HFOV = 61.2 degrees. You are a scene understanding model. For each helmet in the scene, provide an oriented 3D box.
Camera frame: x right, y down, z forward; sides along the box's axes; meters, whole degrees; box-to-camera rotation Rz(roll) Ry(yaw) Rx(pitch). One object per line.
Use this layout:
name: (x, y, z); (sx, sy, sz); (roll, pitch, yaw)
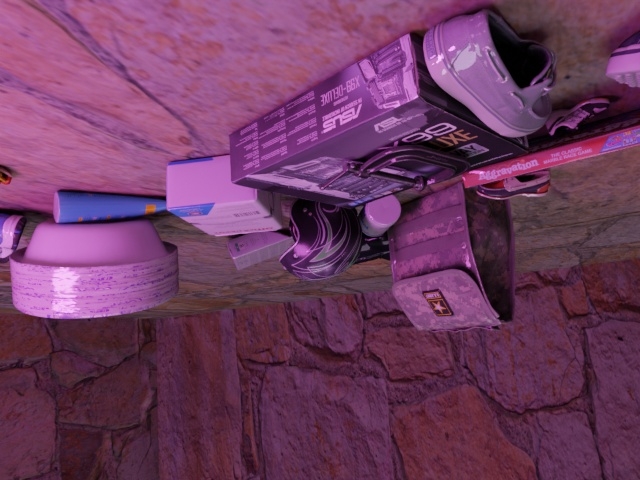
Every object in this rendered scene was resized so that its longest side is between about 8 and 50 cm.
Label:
helmet: (0.000, 0.000, 1.078); (0.169, 0.162, 0.169); (-5, 168, -1)

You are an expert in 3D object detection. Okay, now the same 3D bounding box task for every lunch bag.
lunch bag: (0.270, 0.050, 1.129); (0.168, 0.287, 0.235); (3, 167, -33)

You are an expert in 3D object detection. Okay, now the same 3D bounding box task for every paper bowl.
paper bowl: (-0.406, 0.033, 0.989); (0.284, 0.148, 0.284); (0, -171, 0)

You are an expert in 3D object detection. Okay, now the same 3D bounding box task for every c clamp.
c clamp: (0.101, -0.088, 0.679); (0.160, 0.022, 0.137); (5, 160, -30)

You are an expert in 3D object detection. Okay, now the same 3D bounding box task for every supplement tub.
supplement tub: (0.118, -0.052, 1.104); (0.071, 0.071, 0.107); (-3, 167, -7)

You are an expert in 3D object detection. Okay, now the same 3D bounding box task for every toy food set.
toy food set: (-0.495, -0.092, 0.783); (0.083, 0.020, 0.082); (-3, 168, -5)

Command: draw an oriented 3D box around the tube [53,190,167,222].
tube: (-0.354, -0.059, 0.953); (0.207, 0.052, 0.080); (-3, -178, -34)

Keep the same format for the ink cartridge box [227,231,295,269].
ink cartridge box: (-0.120, 0.004, 1.376); (0.224, 0.056, 0.181); (-22, 170, -9)

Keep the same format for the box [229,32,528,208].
box: (0.069, -0.128, 0.702); (0.307, 0.077, 0.242); (-15, 164, 42)

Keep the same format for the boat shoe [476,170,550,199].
boat shoe: (0.363, -0.106, 1.017); (0.137, 0.049, 0.043); (-2, 126, 0)

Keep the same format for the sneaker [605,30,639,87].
sneaker: (0.406, -0.194, 0.459); (0.126, 0.128, 0.321); (7, -171, -25)

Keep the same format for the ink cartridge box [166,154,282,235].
ink cartridge box: (-0.149, -0.069, 0.887); (0.139, 0.082, 0.191); (-6, 169, 7)

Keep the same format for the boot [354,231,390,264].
boot: (0.130, 0.022, 1.392); (0.207, 0.094, 0.246); (-13, 159, 20)

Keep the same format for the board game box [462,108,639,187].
board game box: (0.351, -0.136, 0.756); (0.281, 0.027, 0.145); (-13, -166, 33)

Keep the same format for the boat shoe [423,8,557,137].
boat shoe: (0.200, -0.168, 0.560); (0.081, 0.079, 0.227); (-10, 165, 44)

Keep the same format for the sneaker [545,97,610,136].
sneaker: (0.351, -0.166, 0.737); (0.083, 0.037, 0.032); (-16, 162, 38)

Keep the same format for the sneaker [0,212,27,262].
sneaker: (-0.612, -0.013, 1.020); (0.081, 0.080, 0.211); (21, 153, -28)
